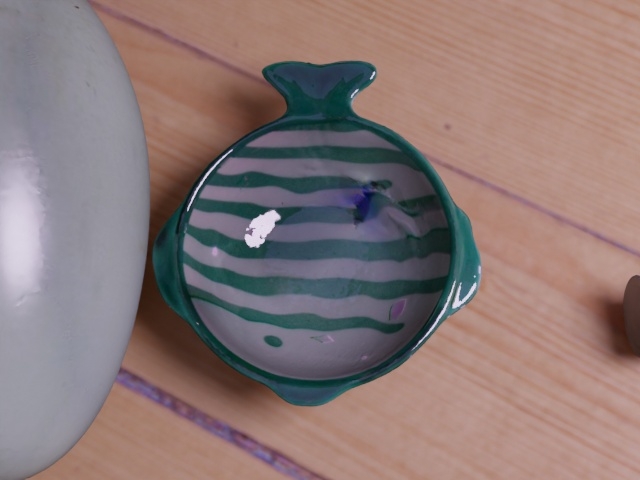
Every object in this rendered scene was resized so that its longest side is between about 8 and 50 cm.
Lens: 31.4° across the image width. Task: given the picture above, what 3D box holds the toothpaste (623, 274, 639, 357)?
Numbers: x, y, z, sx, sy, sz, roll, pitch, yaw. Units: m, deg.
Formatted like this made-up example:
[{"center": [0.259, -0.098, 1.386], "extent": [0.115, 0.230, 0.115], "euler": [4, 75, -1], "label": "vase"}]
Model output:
[{"center": [0.344, 0.045, 0.773], "extent": [0.266, 0.061, 0.096], "euler": [-3, 70, -2], "label": "toothpaste"}]

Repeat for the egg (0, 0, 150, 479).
[{"center": [-0.228, -0.024, 0.760], "extent": [0.230, 0.230, 0.371], "euler": [-8, 78, 4], "label": "egg"}]

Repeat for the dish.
[{"center": [0.000, 0.000, 0.806], "extent": [0.224, 0.078, 0.246], "euler": [1, 73, 6], "label": "dish"}]
